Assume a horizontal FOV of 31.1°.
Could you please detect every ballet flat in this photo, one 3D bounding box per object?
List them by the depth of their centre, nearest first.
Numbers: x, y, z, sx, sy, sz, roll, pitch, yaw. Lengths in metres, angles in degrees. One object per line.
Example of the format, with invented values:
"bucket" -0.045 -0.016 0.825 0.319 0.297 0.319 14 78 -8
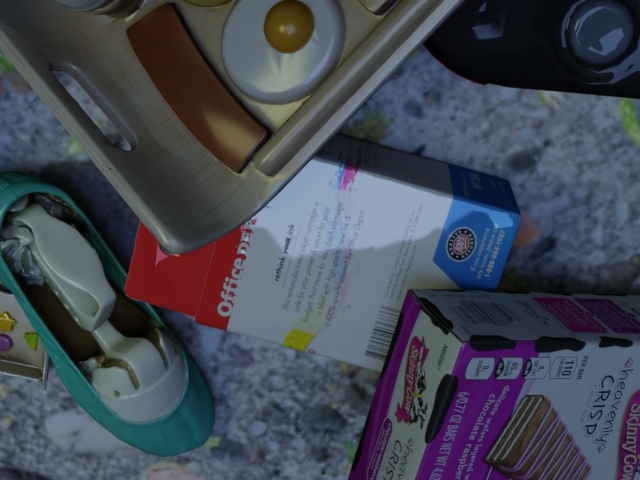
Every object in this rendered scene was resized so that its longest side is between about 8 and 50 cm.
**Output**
"ballet flat" -0.151 0.059 0.784 0.083 0.087 0.247 -40 106 -18

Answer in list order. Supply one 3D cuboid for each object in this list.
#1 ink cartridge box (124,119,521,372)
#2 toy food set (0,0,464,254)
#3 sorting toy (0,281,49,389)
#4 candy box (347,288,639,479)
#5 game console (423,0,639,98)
"ink cartridge box" 0.000 0.000 0.764 0.231 0.078 0.134 16 111 -3
"toy food set" -0.042 -0.175 0.639 0.306 0.092 0.219 -45 76 15
"sorting toy" -0.227 0.059 0.823 0.083 0.045 0.075 12 104 -1
"candy box" 0.148 0.117 0.751 0.233 0.071 0.159 2 116 -29
"game console" 0.233 -0.268 0.655 0.342 0.060 0.386 7 112 1
